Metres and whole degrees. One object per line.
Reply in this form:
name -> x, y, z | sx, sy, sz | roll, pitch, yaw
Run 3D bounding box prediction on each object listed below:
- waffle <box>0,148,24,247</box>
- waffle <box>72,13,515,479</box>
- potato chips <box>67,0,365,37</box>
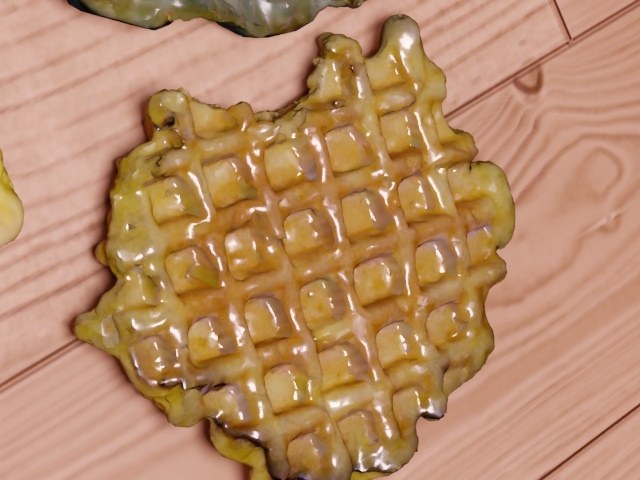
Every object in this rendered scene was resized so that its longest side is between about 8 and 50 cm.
waffle -> -0.311, 0.007, 0.878 | 0.324, 0.261, 0.151 | -33, 113, -26
waffle -> -0.006, 0.006, 1.186 | 0.301, 0.058, 0.281 | -45, 111, -27
potato chips -> -0.074, -0.292, 1.150 | 0.429, 0.070, 0.358 | 28, 72, -28
